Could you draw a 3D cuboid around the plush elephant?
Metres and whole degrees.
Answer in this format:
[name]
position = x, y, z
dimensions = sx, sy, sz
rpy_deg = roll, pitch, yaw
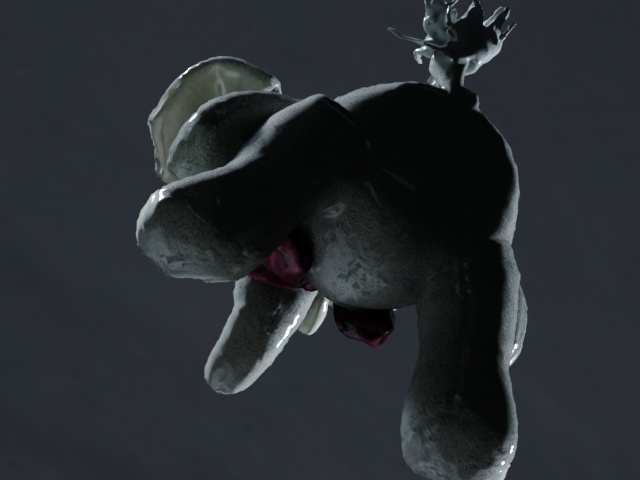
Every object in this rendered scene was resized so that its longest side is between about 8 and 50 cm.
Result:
[plush elephant]
position = 0.000, 0.000, 1.109
dimensions = 0.272, 0.255, 0.330
rpy_deg = 33, 55, -14
